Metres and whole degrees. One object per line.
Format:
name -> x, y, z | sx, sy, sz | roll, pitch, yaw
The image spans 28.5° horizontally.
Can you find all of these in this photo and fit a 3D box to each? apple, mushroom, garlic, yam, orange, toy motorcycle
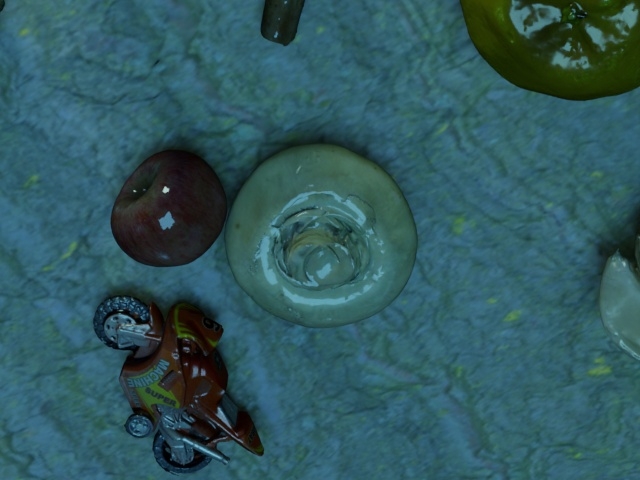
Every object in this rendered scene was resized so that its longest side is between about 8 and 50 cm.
apple -> -0.188, -0.036, 1.583 | 0.153, 0.153, 0.120 | -41, 123, 14
mushroom -> 0.000, 0.000, 1.584 | 0.246, 0.202, 0.246 | 1, 105, 2
garlic -> 0.491, 0.020, 1.644 | 0.203, 0.185, 0.281 | 44, 128, 6
yam -> -0.030, -0.351, 1.500 | 0.057, 0.056, 0.241 | 9, 114, -8
orange -> 0.295, -0.293, 1.448 | 0.279, 0.235, 0.279 | 2, 112, 4
toy motorcycle -> -0.192, 0.193, 1.718 | 0.171, 0.089, 0.298 | -19, 115, 4

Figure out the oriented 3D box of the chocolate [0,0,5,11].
chocolate -> -0.485, -0.179, 1.527 | 0.110, 0.110, 0.291 | 24, 113, -14
